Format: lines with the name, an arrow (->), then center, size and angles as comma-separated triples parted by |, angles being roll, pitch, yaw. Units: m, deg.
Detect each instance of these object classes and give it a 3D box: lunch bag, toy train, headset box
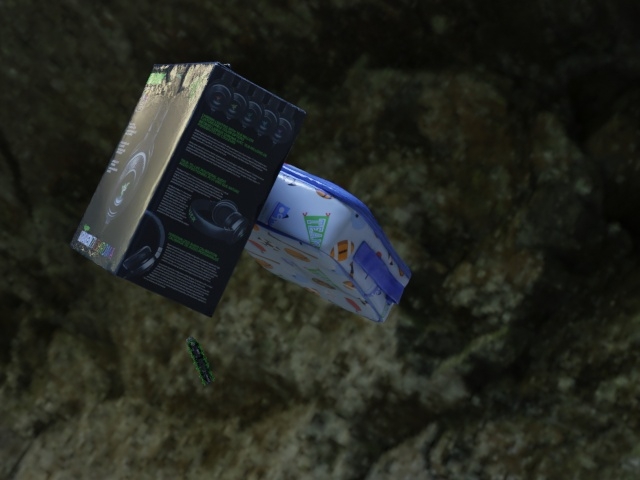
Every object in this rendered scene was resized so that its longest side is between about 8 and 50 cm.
lunch bag -> 0.000, 0.000, 1.626 | 0.243, 0.115, 0.303 | 23, -13, 29
toy train -> -0.147, 0.146, 1.412 | 0.024, 0.017, 0.083 | 57, -13, 42
headset box -> -0.163, -0.078, 1.400 | 0.131, 0.283, 0.246 | 27, -3, -25
